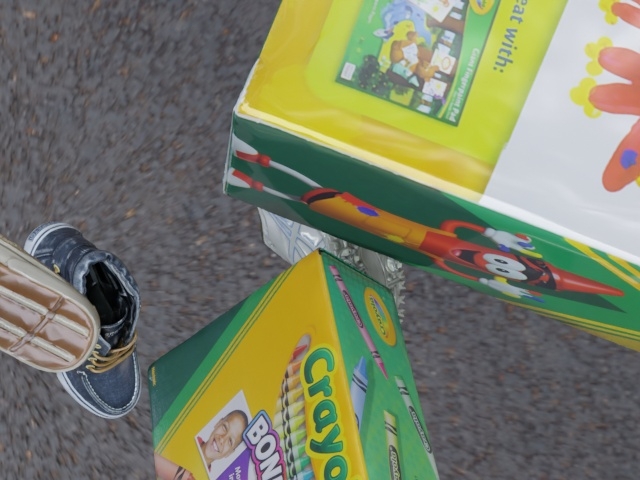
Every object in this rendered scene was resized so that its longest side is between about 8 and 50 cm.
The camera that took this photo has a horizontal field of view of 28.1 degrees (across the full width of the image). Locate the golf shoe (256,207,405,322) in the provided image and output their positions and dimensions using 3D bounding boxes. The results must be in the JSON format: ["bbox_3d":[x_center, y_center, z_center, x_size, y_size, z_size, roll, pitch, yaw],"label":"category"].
[{"bbox_3d":[0.000,0.000,0.957,0.069,0.086,0.176,-37,105,-44],"label":"golf shoe"}]

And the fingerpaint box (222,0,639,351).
[{"bbox_3d":[0.193,-0.177,0.752,0.371,0.163,0.445,20,75,-2],"label":"fingerpaint box"}]

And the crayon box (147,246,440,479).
[{"bbox_3d":[-0.013,0.164,0.789,0.081,0.165,0.278,31,34,-40],"label":"crayon box"}]

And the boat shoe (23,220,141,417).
[{"bbox_3d":[-0.167,0.075,0.971,0.065,0.083,0.183,-35,127,-26],"label":"boat shoe"}]

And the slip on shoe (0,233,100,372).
[{"bbox_3d":[-0.158,0.011,0.566,0.135,0.041,0.051,30,94,-9],"label":"slip on shoe"}]
